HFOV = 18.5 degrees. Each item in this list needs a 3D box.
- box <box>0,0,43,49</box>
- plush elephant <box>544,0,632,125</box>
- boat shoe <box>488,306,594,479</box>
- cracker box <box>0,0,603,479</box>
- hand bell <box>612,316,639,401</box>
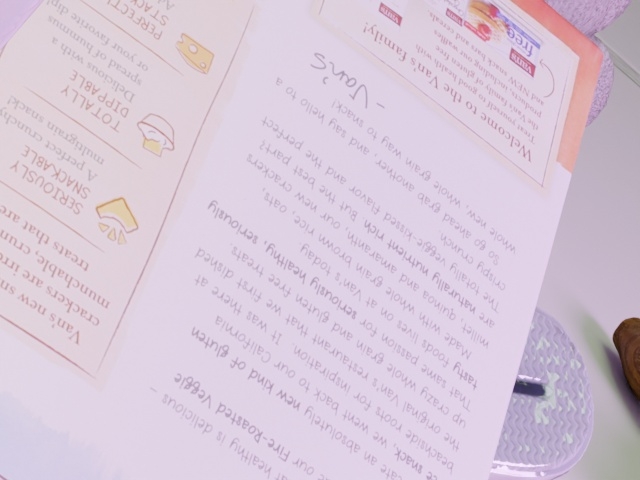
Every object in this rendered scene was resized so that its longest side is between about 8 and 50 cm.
[{"bbox_3d":[-0.122,-0.054,0.378,0.091,0.170,0.130,37,21,-22],"label":"box"},{"bbox_3d":[0.083,-0.207,1.008,0.255,0.272,0.330,32,47,3],"label":"plush elephant"},{"bbox_3d":[-0.031,0.037,0.532,0.226,0.076,0.083,21,58,-29],"label":"boat shoe"},{"bbox_3d":[-0.032,0.004,0.448,0.156,0.067,0.232,38,50,-22],"label":"cracker box"},{"bbox_3d":[0.190,0.095,0.867,0.126,0.126,0.242,33,10,-32],"label":"hand bell"}]
